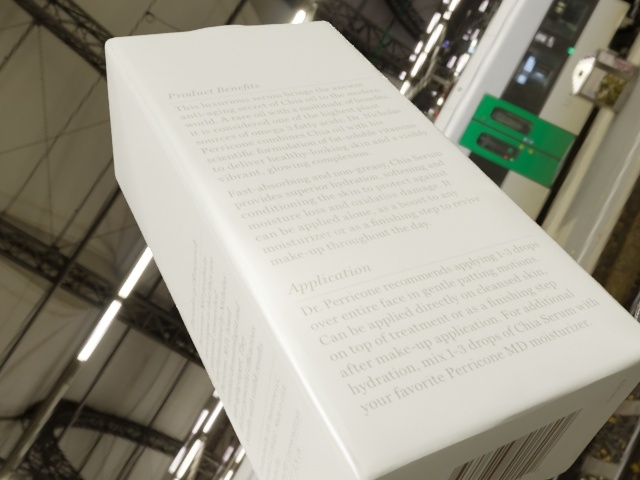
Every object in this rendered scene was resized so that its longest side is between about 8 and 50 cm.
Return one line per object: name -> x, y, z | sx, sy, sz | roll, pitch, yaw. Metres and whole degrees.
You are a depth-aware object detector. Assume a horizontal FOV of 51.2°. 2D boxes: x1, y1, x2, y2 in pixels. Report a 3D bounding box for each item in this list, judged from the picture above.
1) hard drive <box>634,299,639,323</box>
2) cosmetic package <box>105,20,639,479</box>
hard drive -> 0.490, -0.012, 0.686 | 0.064, 0.236, 0.339 | -14, -61, -59
cosmetic package -> 0.000, 0.000, 0.546 | 0.230, 0.453, 0.162 | -13, -42, -26
